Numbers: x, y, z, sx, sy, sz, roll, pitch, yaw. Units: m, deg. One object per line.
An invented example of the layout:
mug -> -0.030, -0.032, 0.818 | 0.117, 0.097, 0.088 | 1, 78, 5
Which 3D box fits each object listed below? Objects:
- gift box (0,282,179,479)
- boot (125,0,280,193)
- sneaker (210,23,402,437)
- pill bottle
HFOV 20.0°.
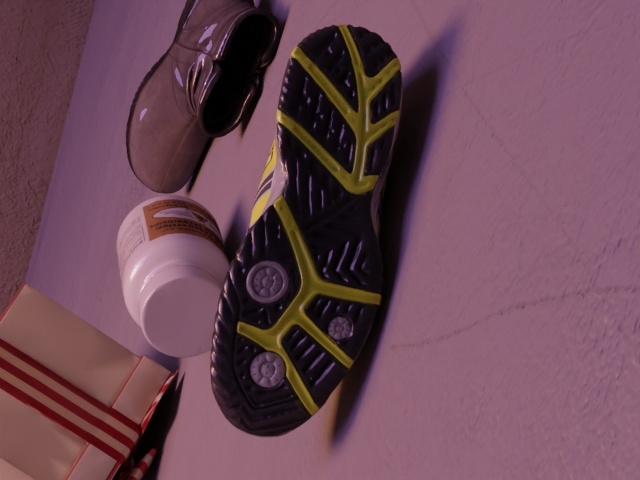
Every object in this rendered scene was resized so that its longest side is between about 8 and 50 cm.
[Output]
gift box -> -0.333, 0.221, 2.295 | 0.276, 0.258, 0.255 | -58, 7, -26
boot -> -0.164, -0.182, 2.407 | 0.222, 0.118, 0.338 | -117, 42, -60
sneaker -> 0.000, 0.000, 1.680 | 0.147, 0.145, 0.384 | 83, -157, -78
pill bottle -> -0.170, 0.044, 2.139 | 0.229, 0.131, 0.131 | -113, 43, -66
